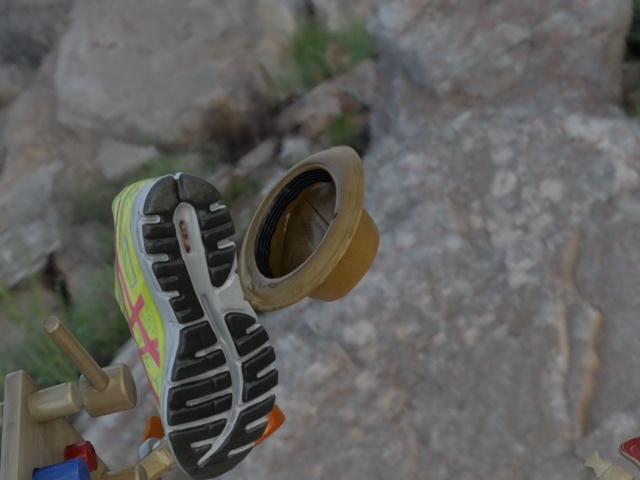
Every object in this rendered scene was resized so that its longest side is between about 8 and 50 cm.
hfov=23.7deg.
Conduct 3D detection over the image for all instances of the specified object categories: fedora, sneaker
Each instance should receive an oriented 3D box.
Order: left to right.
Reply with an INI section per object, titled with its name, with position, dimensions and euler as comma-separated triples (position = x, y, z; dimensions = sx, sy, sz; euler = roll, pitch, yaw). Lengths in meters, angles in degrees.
[sneaker]
position = -0.089, 0.053, 0.989
dimensions = 0.081, 0.208, 0.094
euler = -15, 16, -31
[fedora]
position = 0.000, 0.000, 1.484
dimensions = 0.194, 0.079, 0.194
euler = -37, 34, 30

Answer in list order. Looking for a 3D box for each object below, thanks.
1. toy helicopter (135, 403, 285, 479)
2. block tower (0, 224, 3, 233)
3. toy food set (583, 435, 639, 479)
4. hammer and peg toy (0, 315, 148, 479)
[toy helicopter]
position = -0.233, 0.310, 2.182
dimensions = 0.355, 0.140, 0.235
euler = -38, 3, -40
[block tower]
position = -0.501, 0.025, 1.655
dimensions = 0.097, 0.091, 0.335
euler = -21, 9, 35
[toy food set]
position = 0.291, 0.216, 1.301
dimensions = 0.078, 0.019, 0.122
euler = -36, 70, -7
[hammer and peg toy]
position = -0.298, 0.267, 1.733
dimensions = 0.127, 0.266, 0.361
euler = -17, 48, 10
